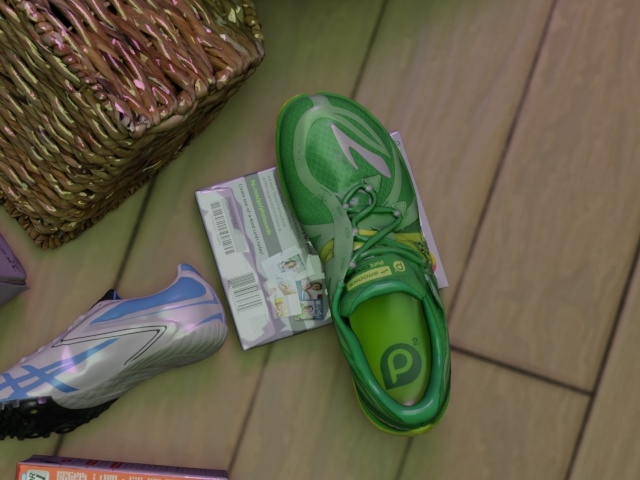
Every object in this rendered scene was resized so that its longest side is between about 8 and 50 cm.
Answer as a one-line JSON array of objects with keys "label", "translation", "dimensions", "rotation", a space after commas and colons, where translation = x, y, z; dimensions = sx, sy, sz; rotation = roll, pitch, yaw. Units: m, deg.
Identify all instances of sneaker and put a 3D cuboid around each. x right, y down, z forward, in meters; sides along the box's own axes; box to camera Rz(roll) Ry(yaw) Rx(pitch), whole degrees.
[{"label": "sneaker", "translation": [0.047, 0.014, 1.066], "dimensions": [0.110, 0.123, 0.295], "rotation": [-19, 88, -6]}, {"label": "sneaker", "translation": [-0.193, 0.097, 1.106], "dimensions": [0.237, 0.085, 0.086], "rotation": [-24, 61, -3]}]

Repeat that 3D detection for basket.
[{"label": "basket", "translation": [-0.219, -0.188, 1.115], "dimensions": [0.299, 0.223, 0.213], "rotation": [48, 51, 1]}]

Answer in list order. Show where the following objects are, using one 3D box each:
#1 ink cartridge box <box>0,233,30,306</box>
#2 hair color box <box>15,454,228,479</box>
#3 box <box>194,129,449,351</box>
[{"label": "ink cartridge box", "translation": [-0.427, 0.030, 1.049], "dimensions": [0.307, 0.129, 0.223], "rotation": [-35, 88, -2]}, {"label": "hair color box", "translation": [-0.161, 0.210, 1.085], "dimensions": [0.167, 0.093, 0.053], "rotation": [6, 84, -4]}, {"label": "box", "translation": [0.000, 0.000, 1.145], "dimensions": [0.186, 0.038, 0.145], "rotation": [-18, 87, -5]}]
